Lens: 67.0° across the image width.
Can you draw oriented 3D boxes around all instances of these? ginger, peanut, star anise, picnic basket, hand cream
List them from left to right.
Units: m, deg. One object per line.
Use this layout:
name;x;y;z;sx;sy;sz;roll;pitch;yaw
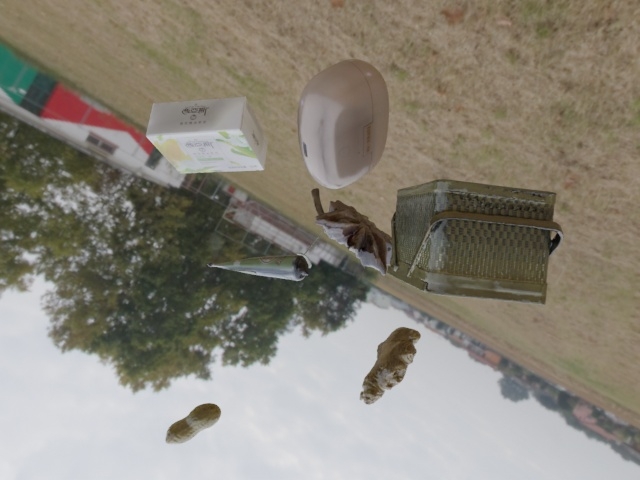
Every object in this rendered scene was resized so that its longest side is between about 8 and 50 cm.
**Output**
peanut;-0.179;0.259;0.681;0.037;0.083;0.037;43;153;29
hand cream;-0.131;0.055;1.069;0.234;0.055;0.086;2;-179;26
star anise;0.095;-0.022;1.371;0.349;0.109;0.292;37;-170;-1
ginger;0.167;0.290;1.143;0.074;0.137;0.213;44;-139;3
picnic basket;0.202;-0.002;0.689;0.165;0.139;0.266;6;-178;-4

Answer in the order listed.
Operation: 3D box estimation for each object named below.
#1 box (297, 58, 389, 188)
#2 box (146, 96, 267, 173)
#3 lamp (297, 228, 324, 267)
box;0.035;-0.168;0.722;0.088;0.145;0.200;45;157;30
box;-0.291;-0.272;1.277;0.260;0.111;0.194;1;158;13
lamp;0.000;0.000;1.550;0.056;0.198;0.050;51;152;-21
